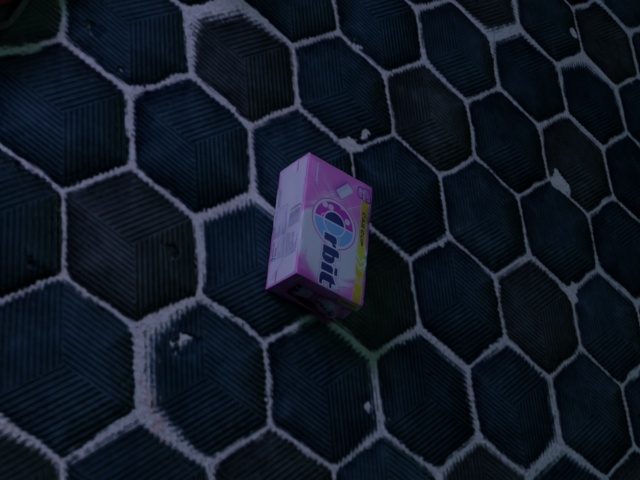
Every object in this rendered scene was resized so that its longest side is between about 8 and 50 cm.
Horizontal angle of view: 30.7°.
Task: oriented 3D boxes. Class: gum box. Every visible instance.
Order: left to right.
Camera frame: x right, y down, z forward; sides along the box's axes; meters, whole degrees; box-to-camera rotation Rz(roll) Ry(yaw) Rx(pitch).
[{"bbox_3d":[0.000,0.000,1.441,0.107,0.062,0.188,28,52,-30],"label":"gum box"}]

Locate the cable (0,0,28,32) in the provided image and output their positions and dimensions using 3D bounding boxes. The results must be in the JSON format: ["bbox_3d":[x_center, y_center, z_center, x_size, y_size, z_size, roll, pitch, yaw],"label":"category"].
[{"bbox_3d":[-0.311,-0.306,1.300,0.287,0.072,0.139,-23,107,-52],"label":"cable"}]
